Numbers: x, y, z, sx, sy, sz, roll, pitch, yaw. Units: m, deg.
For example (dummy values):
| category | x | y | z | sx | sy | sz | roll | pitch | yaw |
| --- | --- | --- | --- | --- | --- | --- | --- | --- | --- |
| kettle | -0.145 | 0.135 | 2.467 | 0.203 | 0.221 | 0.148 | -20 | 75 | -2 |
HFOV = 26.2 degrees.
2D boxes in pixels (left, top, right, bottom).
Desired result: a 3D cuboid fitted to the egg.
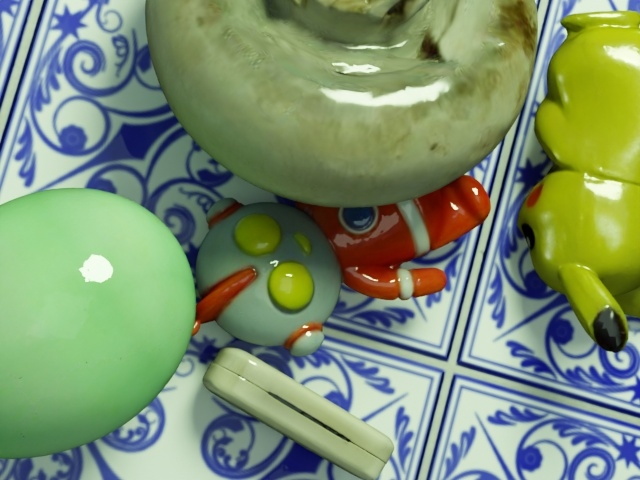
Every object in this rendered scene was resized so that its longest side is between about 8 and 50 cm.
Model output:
| category | x | y | z | sx | sy | sz | roll | pitch | yaw |
| --- | --- | --- | --- | --- | --- | --- | --- | --- | --- |
| egg | -0.239 | 0.073 | 1.202 | 0.269 | 0.220 | 0.220 | -30 | 94 | -3 |

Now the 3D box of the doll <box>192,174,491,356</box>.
| category | x | y | z | sx | sy | sz | roll | pitch | yaw |
| --- | --- | --- | --- | --- | --- | --- | --- | --- | --- |
| doll | 0.000 | 0.000 | 1.328 | 0.336 | 0.105 | 0.200 | -29 | 80 | -16 |

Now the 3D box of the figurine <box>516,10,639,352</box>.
| category | x | y | z | sx | sy | sz | roll | pitch | yaw |
| --- | --- | --- | --- | --- | --- | --- | --- | --- | --- |
| figurine | 0.296 | -0.059 | 1.387 | 0.169 | 0.218 | 0.327 | 13 | 90 | 27 |

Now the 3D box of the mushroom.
| category | x | y | z | sx | sy | sz | roll | pitch | yaw |
| --- | --- | --- | --- | --- | --- | --- | --- | --- | --- |
| mushroom | 0.024 | -0.211 | 1.232 | 0.362 | 0.295 | 0.362 | 4 | 61 | -7 |

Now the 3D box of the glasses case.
| category | x | y | z | sx | sy | sz | roll | pitch | yaw |
| --- | --- | --- | --- | --- | --- | --- | --- | --- | --- |
| glasses case | -0.021 | 0.167 | 1.325 | 0.196 | 0.083 | 0.050 | 32 | 78 | -13 |
